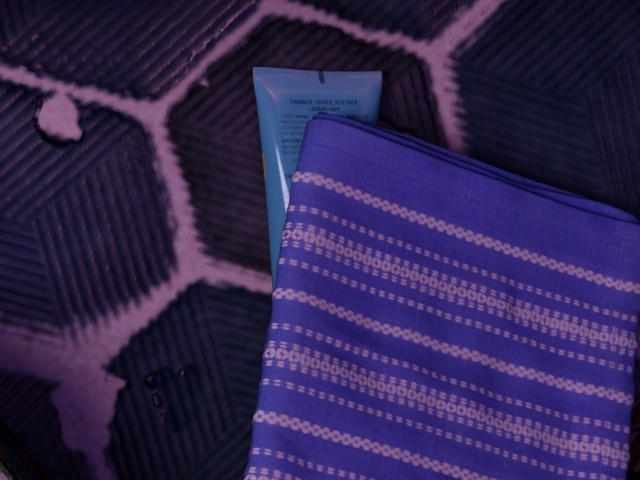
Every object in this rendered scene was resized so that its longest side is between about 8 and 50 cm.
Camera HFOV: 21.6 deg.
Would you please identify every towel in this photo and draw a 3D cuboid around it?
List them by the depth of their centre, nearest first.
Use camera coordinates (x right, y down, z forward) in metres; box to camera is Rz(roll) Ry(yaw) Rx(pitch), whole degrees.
[{"bbox_3d":[0.078,0.104,0.945,0.243,0.040,0.336,19,63,-21],"label":"towel"}]

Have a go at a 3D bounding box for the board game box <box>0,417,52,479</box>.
[{"bbox_3d":[-0.212,0.104,0.895,0.060,0.194,0.194,-39,101,-6],"label":"board game box"}]

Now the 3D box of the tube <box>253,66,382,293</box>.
[{"bbox_3d":[0.000,0.000,1.006,0.080,0.052,0.207,0,90,-21],"label":"tube"}]

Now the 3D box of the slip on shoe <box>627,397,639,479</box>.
[{"bbox_3d":[0.207,0.146,1.066,0.135,0.051,0.041,-54,143,-11],"label":"slip on shoe"}]
